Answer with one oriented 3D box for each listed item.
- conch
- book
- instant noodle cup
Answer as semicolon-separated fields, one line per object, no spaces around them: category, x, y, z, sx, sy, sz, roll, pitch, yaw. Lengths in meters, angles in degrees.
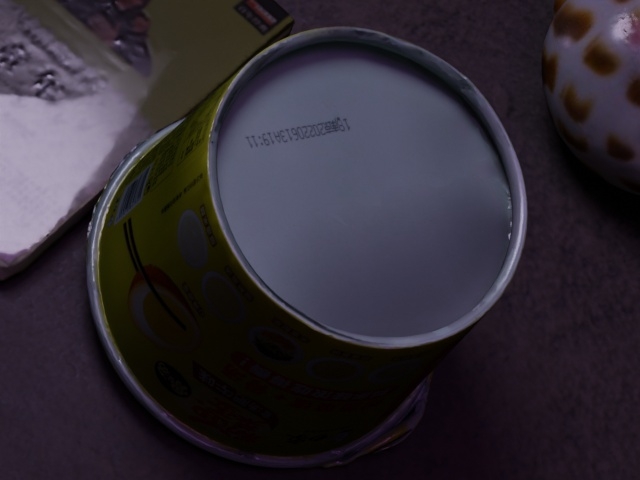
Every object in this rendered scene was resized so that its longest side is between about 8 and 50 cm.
conch;0.275;-0.149;1.253;0.182;0.148;0.275;9;71;-46
book;-0.217;-0.155;1.173;0.239;0.035;0.352;42;62;6
instant noodle cup;0.000;0.000;1.043;0.311;0.221;0.311;7;69;-19
